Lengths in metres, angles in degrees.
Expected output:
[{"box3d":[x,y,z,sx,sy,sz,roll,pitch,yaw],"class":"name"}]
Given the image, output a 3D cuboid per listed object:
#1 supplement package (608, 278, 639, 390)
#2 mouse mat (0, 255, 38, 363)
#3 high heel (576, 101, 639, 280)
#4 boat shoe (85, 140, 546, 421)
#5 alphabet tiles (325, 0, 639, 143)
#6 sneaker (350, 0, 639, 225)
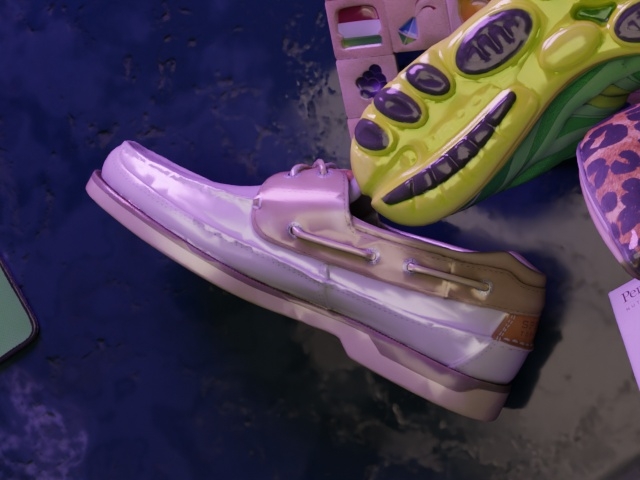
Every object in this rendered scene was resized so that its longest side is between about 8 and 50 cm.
[{"box3d":[0.291,0.090,0.977,0.194,0.149,0.203,-32,37,18],"class":"supplement package"},{"box3d":[-0.307,0.052,1.315,0.189,0.007,0.153,-34,80,18],"class":"mouse mat"},{"box3d":[0.238,-0.066,0.975,0.186,0.261,0.093,-33,96,23],"class":"high heel"},{"box3d":[0.000,0.000,1.157,0.302,0.113,0.103,27,98,7],"class":"boat shoe"},{"box3d":[0.118,-0.143,1.122,0.237,0.009,0.198,-4,112,19],"class":"alphabet tiles"},{"box3d":[0.146,-0.116,1.064,0.295,0.123,0.109,-34,82,9],"class":"sneaker"}]
